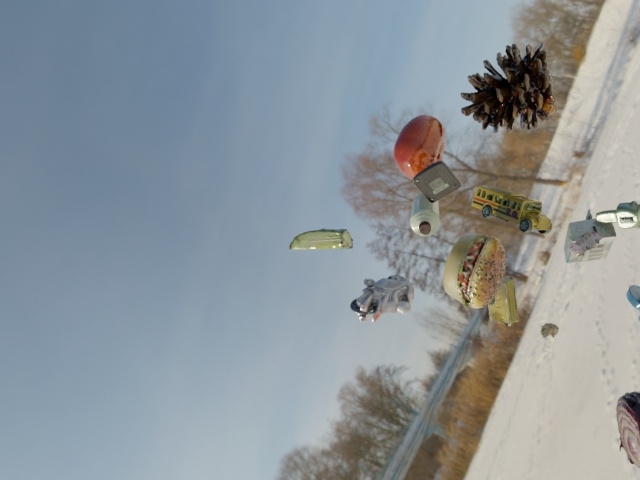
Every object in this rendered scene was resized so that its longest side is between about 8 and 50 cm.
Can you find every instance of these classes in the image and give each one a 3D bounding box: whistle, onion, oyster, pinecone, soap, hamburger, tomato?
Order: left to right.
[{"bbox_3d":[0.384,-0.350,1.864,0.260,0.180,0.260,-38,-45,-52],"label":"tomato"},{"bbox_3d":[0.596,0.118,1.826,0.300,0.176,0.300,-23,-59,-44],"label":"hamburger"},{"bbox_3d":[0.883,0.290,2.357,0.076,0.135,0.233,-16,-77,-26],"label":"soap"},{"bbox_3d":[0.751,-0.602,1.961,0.384,0.384,0.384,-47,-31,-40],"label":"pinecone"},{"bbox_3d":[0.825,0.330,1.724,0.083,0.038,0.081,-45,-68,-35],"label":"oyster"},{"bbox_3d":[1.136,-0.094,1.755,0.092,0.244,0.110,-34,-72,-31],"label":"whistle"},{"bbox_3d":[0.912,0.496,1.265,0.216,0.206,0.207,46,-143,-74],"label":"onion"}]

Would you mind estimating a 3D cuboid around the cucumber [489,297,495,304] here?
[{"bbox_3d":[0.747,0.210,2.177,0.215,0.058,0.052,61,-166,-23],"label":"cucumber"}]

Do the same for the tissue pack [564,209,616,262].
[{"bbox_3d":[1.082,-0.019,1.962,0.229,0.159,0.145,50,-144,-57],"label":"tissue pack"}]

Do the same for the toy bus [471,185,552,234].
[{"bbox_3d":[0.744,-0.124,1.875,0.121,0.335,0.123,2,-73,-25],"label":"toy bus"}]

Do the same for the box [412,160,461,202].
[{"bbox_3d":[0.390,-0.196,1.622,0.125,0.126,0.027,43,-142,-21],"label":"box"}]

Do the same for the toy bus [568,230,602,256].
[{"bbox_3d":[0.863,0.011,1.573,0.130,0.052,0.037,-25,-26,-31],"label":"toy bus"}]

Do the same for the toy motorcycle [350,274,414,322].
[{"bbox_3d":[0.229,0.194,1.608,0.260,0.171,0.110,-27,-51,-37],"label":"toy motorcycle"}]

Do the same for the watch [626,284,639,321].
[{"bbox_3d":[1.045,0.162,1.415,0.211,0.211,0.193,-37,-30,-50],"label":"watch"}]

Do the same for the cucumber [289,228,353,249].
[{"bbox_3d":[0.001,-0.002,2.396,0.145,0.325,0.105,3,-97,-59],"label":"cucumber"}]

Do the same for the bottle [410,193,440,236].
[{"bbox_3d":[0.377,-0.086,1.735,0.245,0.104,0.104,-62,-16,-63],"label":"bottle"}]
